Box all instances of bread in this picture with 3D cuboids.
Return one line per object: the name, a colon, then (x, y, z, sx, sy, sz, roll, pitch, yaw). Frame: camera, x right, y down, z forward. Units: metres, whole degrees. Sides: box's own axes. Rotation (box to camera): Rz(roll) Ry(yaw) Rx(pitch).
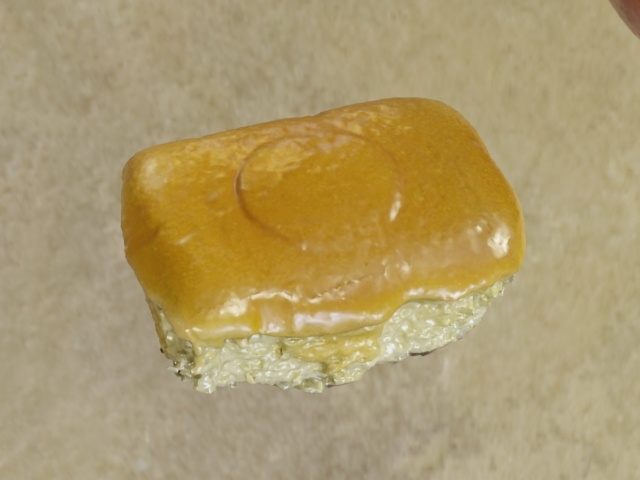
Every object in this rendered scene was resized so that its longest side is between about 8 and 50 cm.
bread: (0.000, 0.000, 1.062, 0.245, 0.121, 0.174, -12, 57, -11)

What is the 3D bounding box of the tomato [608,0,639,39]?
tomato: (0.336, -0.264, 1.208, 0.321, 0.321, 0.321, -2, 65, 4)
